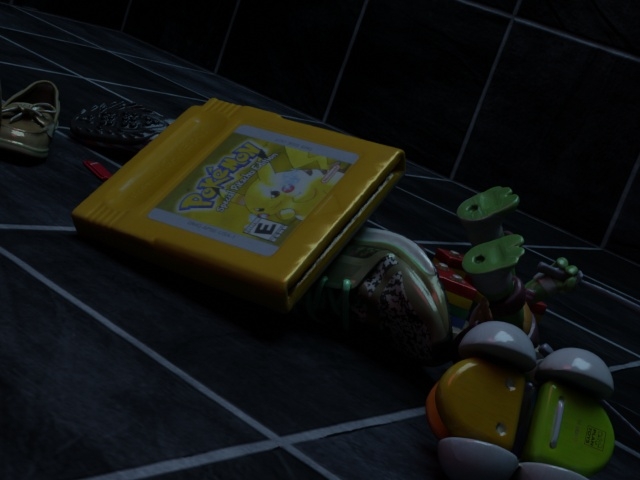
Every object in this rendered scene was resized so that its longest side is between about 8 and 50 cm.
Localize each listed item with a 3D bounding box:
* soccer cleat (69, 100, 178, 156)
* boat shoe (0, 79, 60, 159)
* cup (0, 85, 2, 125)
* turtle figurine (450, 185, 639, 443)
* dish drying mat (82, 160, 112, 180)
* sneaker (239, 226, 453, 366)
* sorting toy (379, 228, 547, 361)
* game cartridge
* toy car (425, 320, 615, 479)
[{"bbox_3d":[-0.283,-0.171,1.892,0.318,0.116,0.108,2,44,-8],"label":"soccer cleat"},{"bbox_3d":[-0.464,-0.194,1.673,0.105,0.089,0.285,17,13,-14],"label":"boat shoe"},{"bbox_3d":[-0.547,-0.207,1.199,0.237,0.331,0.331,-24,39,-37],"label":"cup"},{"bbox_3d":[0.270,0.072,1.233,0.275,0.198,0.266,10,-39,40],"label":"turtle figurine"},{"bbox_3d":[-0.347,-0.109,1.684,0.032,0.008,0.083,12,15,-37],"label":"dish drying mat"},{"bbox_3d":[-0.009,0.056,1.322,0.182,0.158,0.410,-28,42,-30],"label":"sneaker"},{"bbox_3d":[0.173,0.069,1.538,0.255,0.089,0.257,14,14,-24],"label":"sorting toy"},{"bbox_3d":[-0.100,-0.061,1.329,0.324,0.052,0.285,19,48,26],"label":"game cartridge"},{"bbox_3d":[0.189,0.179,1.037,0.182,0.159,0.136,19,-24,-4],"label":"toy car"}]
